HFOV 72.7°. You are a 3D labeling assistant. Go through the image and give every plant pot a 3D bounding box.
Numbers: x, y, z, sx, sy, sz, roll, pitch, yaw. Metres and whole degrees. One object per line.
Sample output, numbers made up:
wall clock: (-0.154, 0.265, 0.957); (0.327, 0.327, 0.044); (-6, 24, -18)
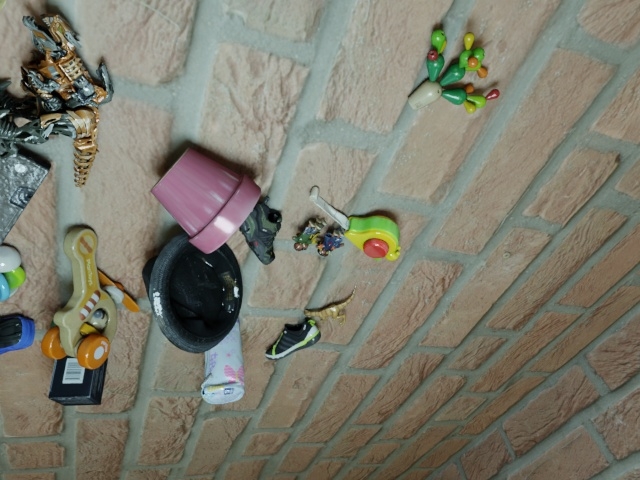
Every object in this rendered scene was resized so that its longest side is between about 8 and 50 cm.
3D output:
plant pot: (-0.264, -0.101, 0.974); (0.201, 0.201, 0.180); (-40, 113, 22)

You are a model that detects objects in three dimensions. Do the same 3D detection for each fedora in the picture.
fedora: (-0.354, 0.131, 1.145); (0.153, 0.334, 0.334); (0, 141, 29)

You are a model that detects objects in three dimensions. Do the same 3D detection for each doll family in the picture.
doll family: (0.000, 0.000, 1.197); (0.193, 0.076, 0.111); (20, 120, -32)

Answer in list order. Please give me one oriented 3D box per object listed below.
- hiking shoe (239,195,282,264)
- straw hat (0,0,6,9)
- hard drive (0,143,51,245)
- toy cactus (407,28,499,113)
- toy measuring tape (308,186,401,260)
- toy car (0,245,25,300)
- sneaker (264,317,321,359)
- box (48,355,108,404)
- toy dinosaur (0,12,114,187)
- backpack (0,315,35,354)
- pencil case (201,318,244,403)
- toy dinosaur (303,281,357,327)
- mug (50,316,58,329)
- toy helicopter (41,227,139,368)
hiking shoe: (-0.138, -0.019, 1.133); (0.114, 0.086, 0.226); (-36, 152, -11)
straw hat: (-0.557, -0.434, 0.670); (0.145, 0.061, 0.144); (-5, 150, -3)
hard drive: (-0.755, -0.139, 0.838); (0.339, 0.064, 0.236); (32, 96, -34)
toy cactus: (0.278, -0.340, 0.940); (0.181, 0.112, 0.219); (-32, 141, 29)
toy measuring tape: (0.117, -0.046, 1.156); (0.121, 0.121, 0.330); (-38, 122, 21)
toy car: (-0.822, 0.092, 1.042); (0.182, 0.136, 0.159); (16, 126, -26)
sneaker: (-0.104, 0.329, 1.491); (0.235, 0.084, 0.097); (-28, 96, 22)
box: (-0.720, 0.408, 1.305); (0.108, 0.153, 0.207); (4, 152, -16)
toy dinosaur: (-0.498, -0.241, 0.814); (0.219, 0.164, 0.321); (-14, 114, -23)
backpack: (-0.869, 0.264, 1.222); (0.120, 0.097, 0.101); (-17, 163, 2)
pencil case: (-0.299, 0.351, 1.315); (0.124, 0.273, 0.113); (5, 137, -20)
toy dinosaur: (0.050, 0.228, 1.426); (0.212, 0.064, 0.112); (-25, 132, 9)
mug: (-0.688, 0.247, 1.238); (0.130, 0.097, 0.158); (3, 174, -10)
toy helicopter: (-0.584, 0.133, 1.120); (0.140, 0.235, 0.354); (9, 110, 15)
